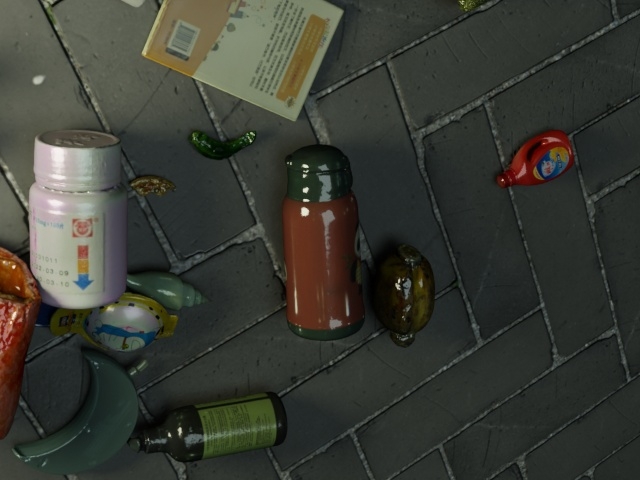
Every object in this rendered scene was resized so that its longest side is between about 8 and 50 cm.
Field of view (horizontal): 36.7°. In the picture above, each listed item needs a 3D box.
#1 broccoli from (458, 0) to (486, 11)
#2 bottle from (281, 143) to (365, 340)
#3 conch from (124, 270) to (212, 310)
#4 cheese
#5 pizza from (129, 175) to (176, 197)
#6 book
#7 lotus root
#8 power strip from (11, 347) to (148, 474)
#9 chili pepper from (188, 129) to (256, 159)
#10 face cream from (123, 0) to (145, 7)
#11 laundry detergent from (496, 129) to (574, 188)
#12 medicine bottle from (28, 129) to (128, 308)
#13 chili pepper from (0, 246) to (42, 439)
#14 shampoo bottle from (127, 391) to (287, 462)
[{"bbox_3d":[0.251,-0.459,1.674,0.120,0.131,0.130,-3,130,14],"label":"broccoli"},{"bbox_3d":[0.000,0.000,1.692,0.144,0.144,0.336,-13,113,-22],"label":"bottle"},{"bbox_3d":[-0.269,0.087,1.641,0.180,0.088,0.065,17,57,-24],"label":"conch"},{"bbox_3d":[-0.362,0.133,1.591,0.250,0.064,0.157,9,133,-17],"label":"cheese"},{"bbox_3d":[-0.276,-0.088,1.591,0.083,0.016,0.037,4,112,-30],"label":"pizza"},{"bbox_3d":[-0.120,-0.341,1.575,0.295,0.020,0.208,20,98,-31],"label":"book"},{"bbox_3d":[0.158,0.106,1.831,0.120,0.120,0.210,-8,113,-24],"label":"lotus root"},{"bbox_3d":[-0.394,0.294,1.651,0.167,0.054,0.253,38,89,-35],"label":"power strip"},{"bbox_3d":[-0.163,-0.158,1.614,0.117,0.035,0.055,-2,126,-22],"label":"chili pepper"},{"bbox_3d":[-0.358,-0.442,1.387,0.269,0.073,0.107,29,86,-31],"label":"face cream"},{"bbox_3d":[0.420,-0.152,1.906,0.165,0.049,0.097,-25,111,-16],"label":"laundry detergent"},{"bbox_3d":[-0.372,-0.034,1.484,0.152,0.152,0.255,-5,109,-26],"label":"medicine bottle"},{"bbox_3d":[-0.552,0.149,1.414,0.251,0.229,0.305,21,100,5],"label":"chili pepper"},{"bbox_3d":[-0.204,0.342,1.737,0.283,0.101,0.101,-5,111,-26],"label":"shampoo bottle"}]
